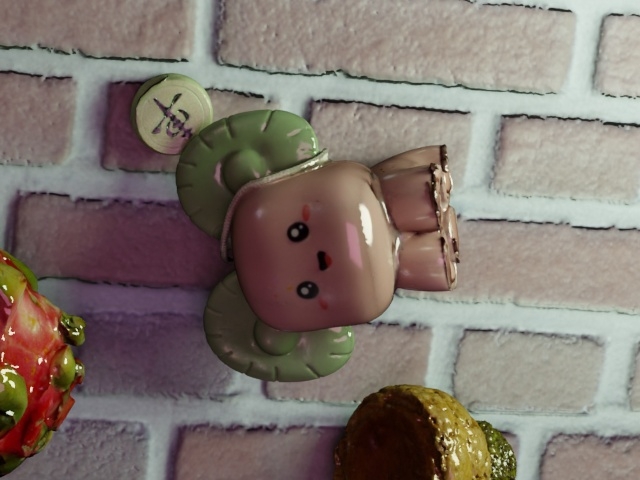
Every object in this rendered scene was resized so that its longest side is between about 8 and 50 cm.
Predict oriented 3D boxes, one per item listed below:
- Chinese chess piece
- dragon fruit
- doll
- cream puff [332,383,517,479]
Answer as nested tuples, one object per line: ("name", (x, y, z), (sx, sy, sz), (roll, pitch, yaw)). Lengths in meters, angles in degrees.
("Chinese chess piece", (-0.150, -0.127, 1.690), (0.084, 0.034, 0.084), (-3, 105, -13))
("dragon fruit", (-0.377, 0.103, 1.597), (0.302, 0.237, 0.231), (19, 77, -6))
("doll", (0.000, 0.000, 1.696), (0.268, 0.216, 0.284), (-6, 102, 10))
("cream puff", (0.128, 0.249, 1.796), (0.169, 0.183, 0.183), (10, 102, -41))
